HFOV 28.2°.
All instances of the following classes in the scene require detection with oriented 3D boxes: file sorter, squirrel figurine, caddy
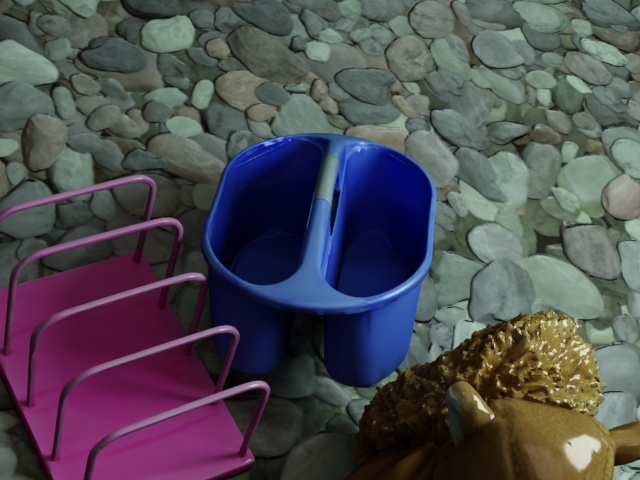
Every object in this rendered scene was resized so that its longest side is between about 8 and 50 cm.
[{"bbox_3d":[-0.204,0.102,1.292,0.202,0.182,0.290,-17,59,-28],"label":"file sorter"},{"bbox_3d":[0.139,0.222,1.183,0.281,0.370,0.397,15,49,-6],"label":"squirrel figurine"},{"bbox_3d":[0.000,0.000,1.388,0.241,0.179,0.341,7,34,3],"label":"caddy"}]
